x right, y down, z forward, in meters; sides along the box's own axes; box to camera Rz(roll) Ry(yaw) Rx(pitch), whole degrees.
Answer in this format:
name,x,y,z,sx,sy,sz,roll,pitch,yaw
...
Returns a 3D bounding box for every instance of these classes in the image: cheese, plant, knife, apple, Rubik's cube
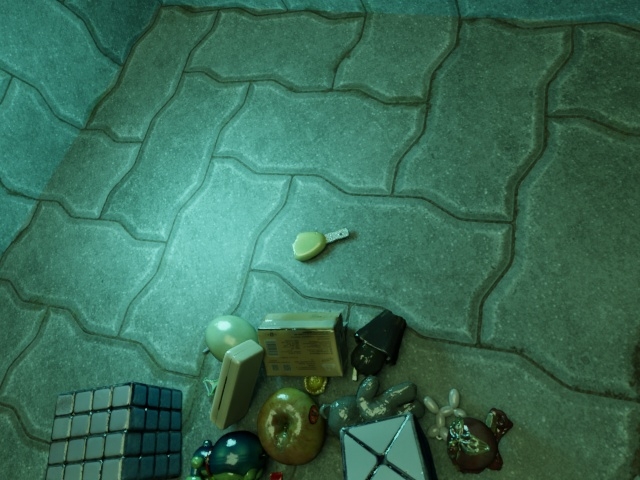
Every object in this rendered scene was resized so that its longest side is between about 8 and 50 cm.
name,x,y,z,sx,sy,sz,roll,pitch,yaw
cheese,0.000,0.000,1.931,0.256,0.050,0.127,-19,61,8
plant,0.211,0.378,1.642,0.164,0.141,0.256,30,68,27
knife,-0.404,0.562,1.836,0.166,0.022,0.078,-35,67,4
apple,-0.101,0.658,1.594,0.261,0.194,0.260,-7,68,17
Rubik's cube,0.224,0.721,1.385,0.255,0.259,0.260,-18,42,13
Rubik's cube,-0.760,0.740,1.698,0.344,0.344,0.337,-12,65,13

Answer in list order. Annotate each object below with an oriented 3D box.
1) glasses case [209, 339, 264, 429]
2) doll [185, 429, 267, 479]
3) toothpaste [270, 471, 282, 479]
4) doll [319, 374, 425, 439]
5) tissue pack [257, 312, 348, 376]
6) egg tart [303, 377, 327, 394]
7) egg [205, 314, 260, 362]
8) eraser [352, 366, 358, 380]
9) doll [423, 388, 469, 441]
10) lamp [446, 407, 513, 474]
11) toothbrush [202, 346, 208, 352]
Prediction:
name,x,y,z,sx,sy,sz,roll,pitch,yaw
glasses case,-0.310,0.534,1.660,0.076,0.144,0.336,29,115,26
doll,-0.332,0.789,1.613,0.322,0.198,0.186,-14,65,16
toothpaste,-0.153,0.926,1.588,0.048,0.031,0.190,-15,61,16
doll,0.187,0.592,1.562,0.341,0.158,0.245,-27,96,3
tissue pack,-0.052,0.376,1.715,0.306,0.238,0.238,-5,66,18
egg tart,-0.017,0.534,1.706,0.105,0.039,0.105,-7,65,16
egg,-0.349,0.401,1.794,0.253,0.186,0.186,24,77,29
eraser,0.131,0.481,1.679,0.019,0.038,0.083,-3,67,13
doll,0.419,0.599,1.517,0.161,0.059,0.160,-21,61,9
lamp,0.489,0.624,1.416,0.151,0.223,0.215,14,82,44
toothbrush,-0.425,0.422,1.909,0.193,0.019,0.013,-36,61,3
